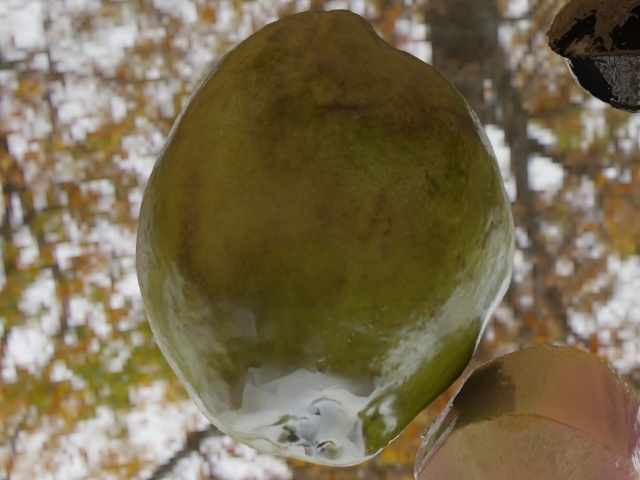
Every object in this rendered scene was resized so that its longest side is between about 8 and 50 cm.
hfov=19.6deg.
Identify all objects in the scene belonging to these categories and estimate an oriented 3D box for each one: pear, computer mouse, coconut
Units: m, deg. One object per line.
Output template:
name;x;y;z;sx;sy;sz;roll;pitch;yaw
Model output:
pear;0.000;0.000;1.724;0.352;0.352;0.413;5;-109;18
computer mouse;0.344;-0.176;1.597;0.295;0.087;0.168;13;-140;20
coconut;0.196;0.232;1.726;0.233;0.233;0.245;2;-154;13
